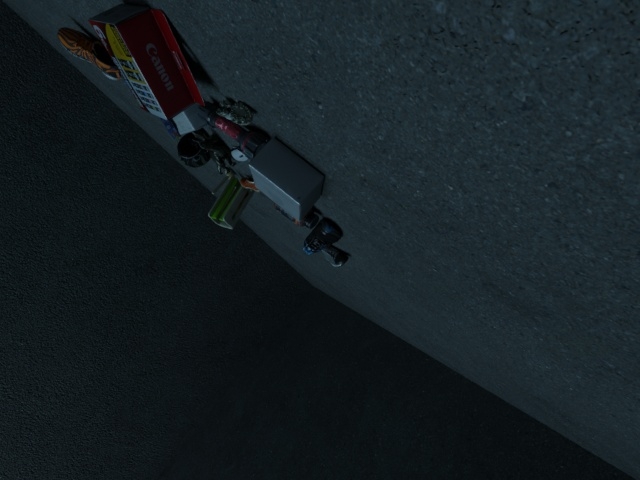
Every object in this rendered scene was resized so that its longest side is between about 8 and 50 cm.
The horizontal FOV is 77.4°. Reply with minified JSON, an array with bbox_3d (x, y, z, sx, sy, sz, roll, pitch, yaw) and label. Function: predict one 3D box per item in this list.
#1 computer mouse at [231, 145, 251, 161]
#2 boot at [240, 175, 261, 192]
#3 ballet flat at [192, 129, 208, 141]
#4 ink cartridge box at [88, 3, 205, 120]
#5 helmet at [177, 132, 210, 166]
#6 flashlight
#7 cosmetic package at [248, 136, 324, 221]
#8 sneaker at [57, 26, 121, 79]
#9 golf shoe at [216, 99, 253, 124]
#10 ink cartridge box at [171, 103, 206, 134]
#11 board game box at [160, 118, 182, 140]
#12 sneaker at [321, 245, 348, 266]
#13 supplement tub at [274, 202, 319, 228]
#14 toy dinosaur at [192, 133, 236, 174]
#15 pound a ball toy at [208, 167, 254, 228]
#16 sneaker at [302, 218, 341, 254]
[{"bbox_3d":[-0.352,-0.376,1.771,0.106,0.042,0.193,45,168,-30],"label":"computer mouse"},{"bbox_3d":[-0.368,-0.307,2.073,0.158,0.059,0.084,22,158,32],"label":"boot"},{"bbox_3d":[-0.625,-0.563,1.906,0.250,0.058,0.084,43,-179,-34],"label":"ballet flat"},{"bbox_3d":[-0.544,-0.561,1.274,0.272,0.130,0.309,29,151,36],"label":"ink cartridge box"},{"bbox_3d":[-0.632,-0.451,2.022,0.169,0.169,0.161,38,177,8],"label":"helmet"},{"bbox_3d":[-0.316,-0.397,1.436,0.304,0.103,0.103,37,142,15],"label":"flashlight"},{"bbox_3d":[-0.118,-0.211,1.424,0.224,0.138,0.224,39,170,4],"label":"cosmetic package"},{"bbox_3d":[-1.069,-0.904,1.863,0.321,0.124,0.180,32,167,-18],"label":"sneaker"},{"bbox_3d":[-0.266,-0.417,1.331,0.176,0.069,0.086,34,-172,37],"label":"golf shoe"},{"bbox_3d":[-0.608,-0.624,1.612,0.308,0.091,0.384,21,142,60],"label":"ink cartridge box"},{"bbox_3d":[-0.704,-0.562,1.798,0.201,0.035,0.136,59,173,1],"label":"board game box"},{"bbox_3d":[0.048,0.060,2.101,0.132,0.086,0.229,47,168,-23],"label":"sneaker"},{"bbox_3d":[-0.103,-0.131,1.772,0.198,0.106,0.106,36,168,18],"label":"supplement tub"},{"bbox_3d":[-0.490,-0.419,1.945,0.160,0.121,0.313,51,174,4],"label":"toy dinosaur"},{"bbox_3d":[-0.494,-0.232,2.209,0.208,0.319,0.135,14,157,31],"label":"pound a ball toy"},{"bbox_3d":[0.000,0.000,1.869,0.125,0.139,0.341,42,167,1],"label":"sneaker"}]
